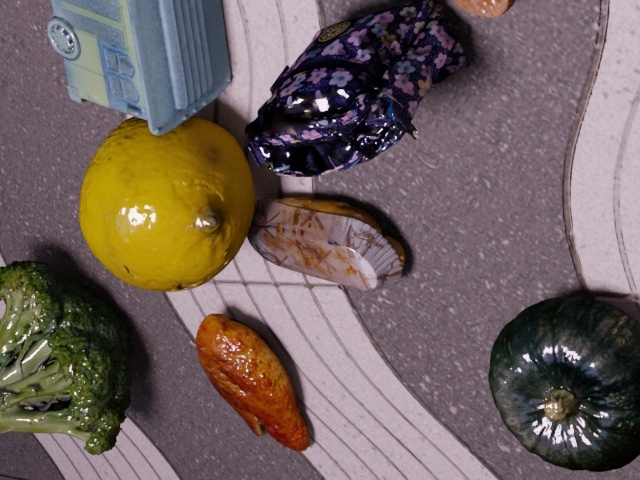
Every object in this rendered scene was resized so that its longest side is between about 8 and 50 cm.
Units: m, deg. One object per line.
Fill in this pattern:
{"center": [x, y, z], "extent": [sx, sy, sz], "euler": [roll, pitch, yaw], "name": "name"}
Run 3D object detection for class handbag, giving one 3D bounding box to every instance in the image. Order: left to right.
{"center": [0.029, -0.162, 1.704], "extent": [0.228, 0.208, 0.127], "euler": [-8, 122, 46], "name": "handbag"}

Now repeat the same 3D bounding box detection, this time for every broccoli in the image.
{"center": [-0.435, 0.192, 2.457], "extent": [0.321, 0.283, 0.304], "euler": [47, 159, 34], "name": "broccoli"}

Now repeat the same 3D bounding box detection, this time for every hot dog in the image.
{"center": [0.000, 0.000, 2.008], "extent": [0.252, 0.069, 0.131], "euler": [12, 140, 43], "name": "hot dog"}

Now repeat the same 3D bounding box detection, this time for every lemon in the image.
{"center": [-0.195, -0.054, 2.013], "extent": [0.228, 0.253, 0.228], "euler": [1, 115, 3], "name": "lemon"}

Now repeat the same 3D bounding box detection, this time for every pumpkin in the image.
{"center": [0.292, 0.165, 1.779], "extent": [0.211, 0.152, 0.212], "euler": [22, 136, 24], "name": "pumpkin"}

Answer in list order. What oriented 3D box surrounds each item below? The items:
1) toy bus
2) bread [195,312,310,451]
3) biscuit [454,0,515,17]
{"center": [-0.231, -0.305, 1.892], "extent": [0.190, 0.152, 0.312], "euler": [23, 136, 31], "name": "toy bus"}
{"center": [-0.101, 0.216, 2.288], "extent": [0.139, 0.095, 0.269], "euler": [20, 140, 44], "name": "bread"}
{"center": [0.158, -0.367, 1.517], "extent": [0.205, 0.049, 0.324], "euler": [34, 142, 17], "name": "biscuit"}
